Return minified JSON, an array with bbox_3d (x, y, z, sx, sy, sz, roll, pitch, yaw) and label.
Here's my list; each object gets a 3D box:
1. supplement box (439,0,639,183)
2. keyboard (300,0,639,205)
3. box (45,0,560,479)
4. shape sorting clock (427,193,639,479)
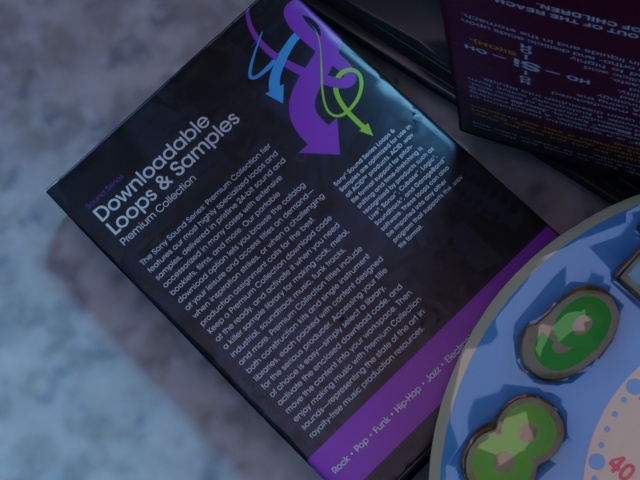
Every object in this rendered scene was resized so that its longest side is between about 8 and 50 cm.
[{"bbox_3d":[0.087,-0.091,0.412,0.081,0.188,0.104,16,82,10],"label":"supplement box"},{"bbox_3d":[0.112,-0.126,0.529,0.317,0.033,0.201,35,85,13],"label":"keyboard"},{"bbox_3d":[0.000,0.000,0.501,0.116,0.029,0.162,-43,76,-9],"label":"box"},{"bbox_3d":[0.137,0.081,0.446,0.206,0.040,0.206,0,79,0],"label":"shape sorting clock"}]
